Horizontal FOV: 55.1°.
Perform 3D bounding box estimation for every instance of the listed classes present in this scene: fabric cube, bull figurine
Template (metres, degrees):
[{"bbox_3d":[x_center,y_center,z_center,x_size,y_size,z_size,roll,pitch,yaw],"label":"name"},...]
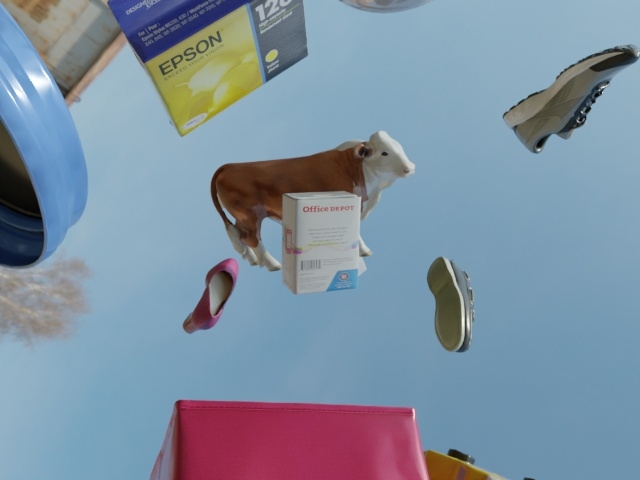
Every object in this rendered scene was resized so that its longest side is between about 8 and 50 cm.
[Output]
[{"bbox_3d":[-0.041,0.333,0.601,0.259,0.254,0.258,115,-27,-45],"label":"fabric cube"},{"bbox_3d":[-0.010,-0.057,0.918,0.311,0.101,0.188,-4,-81,13],"label":"bull figurine"}]

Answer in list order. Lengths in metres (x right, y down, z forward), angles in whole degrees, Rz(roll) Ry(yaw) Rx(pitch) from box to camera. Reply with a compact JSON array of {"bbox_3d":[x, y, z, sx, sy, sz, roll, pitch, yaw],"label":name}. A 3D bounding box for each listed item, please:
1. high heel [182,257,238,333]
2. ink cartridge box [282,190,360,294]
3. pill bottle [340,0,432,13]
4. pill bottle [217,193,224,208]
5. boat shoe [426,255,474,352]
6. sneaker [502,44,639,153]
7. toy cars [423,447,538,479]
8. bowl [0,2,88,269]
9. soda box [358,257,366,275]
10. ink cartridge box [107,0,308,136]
[{"bbox_3d":[-0.238,0.116,1.465,0.117,0.082,0.244,-29,-162,42],"label":"high heel"},{"bbox_3d":[0.000,0.000,0.780,0.052,0.089,0.122,-147,-124,-63],"label":"ink cartridge box"},{"bbox_3d":[0.072,-0.441,0.691,0.182,0.323,0.181,-7,-130,8],"label":"pill bottle"},{"bbox_3d":[-0.117,-0.106,1.302,0.108,0.194,0.108,180,-90,-66],"label":"pill bottle"},{"bbox_3d":[0.256,0.121,1.149,0.081,0.069,0.227,-52,-158,34],"label":"boat shoe"},{"bbox_3d":[0.459,-0.254,1.105,0.108,0.100,0.271,62,-36,8],"label":"sneaker"},{"bbox_3d":[0.235,0.386,0.652,0.176,0.087,0.393,-29,-120,-1],"label":"toy cars"},{"bbox_3d":[-0.409,-0.143,0.658,0.391,0.391,0.077,-6,-149,43],"label":"bowl"},{"bbox_3d":[0.006,-0.031,1.472,0.098,0.286,0.091,-3,-155,44],"label":"soda box"},{"bbox_3d":[-0.163,-0.350,1.040,0.304,0.307,0.072,-34,-107,-9],"label":"ink cartridge box"}]
